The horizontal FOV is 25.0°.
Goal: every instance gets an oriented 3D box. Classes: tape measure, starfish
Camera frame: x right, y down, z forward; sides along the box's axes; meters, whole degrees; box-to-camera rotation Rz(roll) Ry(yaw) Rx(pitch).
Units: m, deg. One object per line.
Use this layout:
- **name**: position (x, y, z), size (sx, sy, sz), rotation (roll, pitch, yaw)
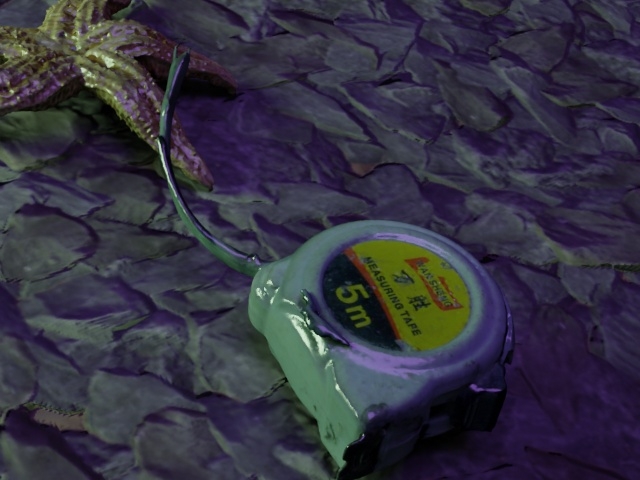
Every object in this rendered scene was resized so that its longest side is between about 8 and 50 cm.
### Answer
- **tape measure**: position (-0.001, 0.001, 0.929), size (0.164, 0.084, 0.330), rotation (-9, 48, -28)
- **starfish**: position (-0.175, -0.129, 1.057), size (0.277, 0.062, 0.236), rotation (25, 37, 17)
